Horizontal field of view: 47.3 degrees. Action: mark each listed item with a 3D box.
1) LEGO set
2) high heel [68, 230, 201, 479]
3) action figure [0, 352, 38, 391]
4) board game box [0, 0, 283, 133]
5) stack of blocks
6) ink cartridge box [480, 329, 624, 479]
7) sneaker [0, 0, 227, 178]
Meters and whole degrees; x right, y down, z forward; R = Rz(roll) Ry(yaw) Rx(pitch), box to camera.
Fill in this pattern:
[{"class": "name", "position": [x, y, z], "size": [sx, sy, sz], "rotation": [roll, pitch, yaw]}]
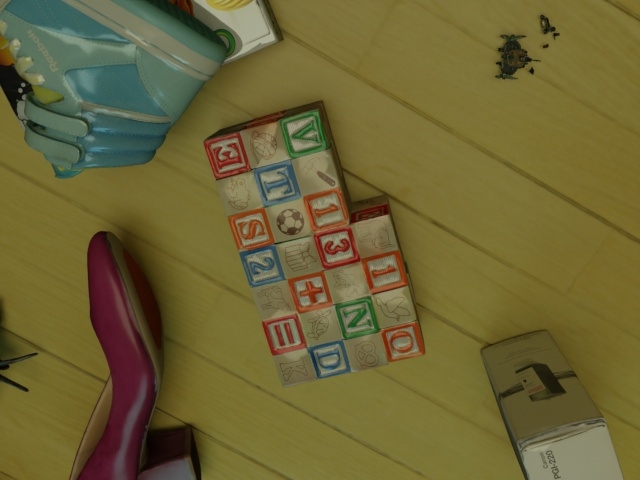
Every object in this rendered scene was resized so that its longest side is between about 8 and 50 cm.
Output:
[{"class": "LEGO set", "position": [0.217, -0.204, 0.789], "size": [0.083, 0.023, 0.054], "rotation": [-27, 106, -2]}, {"class": "high heel", "position": [-0.269, 0.176, 0.873], "size": [0.181, 0.127, 0.377], "rotation": [-12, 109, -4]}, {"class": "action figure", "position": [-0.498, 0.137, 0.879], "size": [0.276, 0.141, 0.164], "rotation": [13, 96, 1]}, {"class": "board game box", "position": [-0.217, -0.247, 0.786], "size": [0.305, 0.053, 0.193], "rotation": [-21, 105, 10]}, {"class": "stack of blocks", "position": [0.000, 0.000, 0.827], "size": [0.171, 0.087, 0.297], "rotation": [-15, 105, 8]}, {"class": "ink cartridge box", "position": [0.257, 0.218, 0.807], "size": [0.092, 0.218, 0.158], "rotation": [-20, 105, 9]}, {"class": "sneaker", "position": [-0.272, -0.176, 0.696], "size": [0.319, 0.127, 0.208], "rotation": [27, 110, -19]}]
